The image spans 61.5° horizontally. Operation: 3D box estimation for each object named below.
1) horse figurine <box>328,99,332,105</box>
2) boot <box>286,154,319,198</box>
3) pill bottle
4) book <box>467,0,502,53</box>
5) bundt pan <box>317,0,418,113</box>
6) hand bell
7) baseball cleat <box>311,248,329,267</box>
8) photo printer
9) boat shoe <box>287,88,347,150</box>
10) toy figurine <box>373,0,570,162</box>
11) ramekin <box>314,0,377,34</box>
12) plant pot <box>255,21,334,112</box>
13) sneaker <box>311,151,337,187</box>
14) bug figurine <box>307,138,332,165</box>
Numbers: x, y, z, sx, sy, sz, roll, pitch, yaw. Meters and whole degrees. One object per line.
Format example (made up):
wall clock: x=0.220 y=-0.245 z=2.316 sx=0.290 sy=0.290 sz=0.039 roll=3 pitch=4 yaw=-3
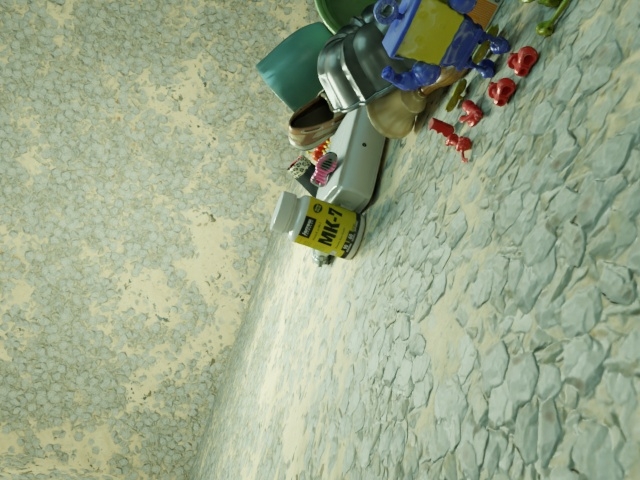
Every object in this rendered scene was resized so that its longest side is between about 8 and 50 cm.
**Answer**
horse figurine: x=0.153 y=-0.432 z=1.357 sx=0.263 sy=0.066 sz=0.174 roll=-46 pitch=11 yaw=-18
boot: x=-0.019 y=-0.176 z=1.622 sx=0.085 sy=0.178 sz=0.236 roll=-50 pitch=11 yaw=-4
pill bottle: x=-0.008 y=-0.039 z=1.296 sx=0.119 sy=0.208 sz=0.119 roll=-161 pitch=90 yaw=-79
book: x=0.252 y=-0.403 z=0.930 sx=0.035 sy=0.096 sz=0.144 roll=-84 pitch=17 yaw=-50
bundt pan: x=0.124 y=-0.416 z=1.119 sx=0.330 sy=0.124 sz=0.331 roll=-33 pitch=25 yaw=17
hand bell: x=0.207 y=-0.296 z=1.042 sx=0.242 sy=0.126 sz=0.126 roll=-20 pitch=51 yaw=60
baseball cleat: x=0.000 y=0.000 z=1.558 sx=0.206 sy=0.072 sz=0.109 roll=-78 pitch=3 yaw=-58
photo printer: x=0.080 y=-0.205 z=1.410 sx=0.256 sy=0.107 sz=0.308 roll=131 pitch=156 yaw=-63
boat shoe: x=0.047 y=-0.374 z=1.512 sx=0.324 sy=0.123 sz=0.116 roll=-37 pitch=-19 yaw=-2
toy figurine: x=0.190 y=-0.320 z=0.784 sx=0.191 sy=0.217 sz=0.363 roll=-85 pitch=17 yaw=-51
ramekin: x=0.131 y=-0.705 z=1.533 sx=0.148 sy=0.303 sz=0.303 roll=-88 pitch=19 yaw=-78
plant pot: x=-0.014 y=-0.528 z=1.680 sx=0.235 sy=0.293 sz=0.293 roll=-43 pitch=20 yaw=17
sneaker: x=0.013 y=-0.183 z=1.314 sx=0.119 sy=0.047 sz=0.057 roll=-54 pitch=9 yaw=54
bug figurine: x=0.042 y=-0.322 z=1.688 sx=0.216 sy=0.072 sz=0.279 roll=-63 pitch=-8 yaw=5
